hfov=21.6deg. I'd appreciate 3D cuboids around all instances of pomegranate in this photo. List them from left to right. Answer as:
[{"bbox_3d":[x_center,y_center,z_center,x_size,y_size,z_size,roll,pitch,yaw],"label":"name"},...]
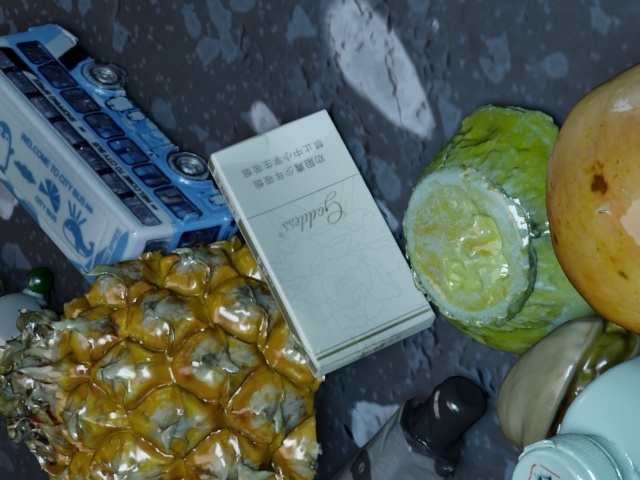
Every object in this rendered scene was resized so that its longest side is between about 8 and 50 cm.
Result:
[{"bbox_3d":[0.234,-0.027,1.041,0.191,0.191,0.191,16,113,42],"label":"pomegranate"}]

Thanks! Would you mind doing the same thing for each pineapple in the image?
[{"bbox_3d":[-0.158,0.172,1.390,0.209,0.286,0.344,-113,32,-55],"label":"pineapple"}]

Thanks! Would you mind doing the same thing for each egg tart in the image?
[{"bbox_3d":[0.130,0.001,1.234,0.197,0.078,0.197,19,117,42],"label":"egg tart"}]

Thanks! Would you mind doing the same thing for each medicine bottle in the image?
[{"bbox_3d":[0.215,0.131,1.072,0.083,0.229,0.121,27,120,39],"label":"medicine bottle"}]

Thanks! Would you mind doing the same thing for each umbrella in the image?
[{"bbox_3d":[0.035,0.218,1.400,0.337,0.067,0.073,-51,23,41],"label":"umbrella"}]

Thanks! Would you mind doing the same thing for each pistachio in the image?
[{"bbox_3d":[0.184,0.109,1.182,0.113,0.113,0.149,54,146,20],"label":"pistachio"}]

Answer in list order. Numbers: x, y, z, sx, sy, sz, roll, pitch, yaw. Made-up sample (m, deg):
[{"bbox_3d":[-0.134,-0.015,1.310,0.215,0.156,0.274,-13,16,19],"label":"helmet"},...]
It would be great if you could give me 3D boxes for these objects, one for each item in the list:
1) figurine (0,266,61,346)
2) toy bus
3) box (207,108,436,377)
[{"bbox_3d":[-0.325,0.082,1.722,0.197,0.093,0.147,44,108,38],"label":"figurine"},{"bbox_3d":[-0.209,-0.072,1.522,0.297,0.131,0.106,46,131,28],"label":"toy bus"},{"bbox_3d":[0.000,0.000,1.344,0.198,0.109,0.029,63,161,13],"label":"box"}]
